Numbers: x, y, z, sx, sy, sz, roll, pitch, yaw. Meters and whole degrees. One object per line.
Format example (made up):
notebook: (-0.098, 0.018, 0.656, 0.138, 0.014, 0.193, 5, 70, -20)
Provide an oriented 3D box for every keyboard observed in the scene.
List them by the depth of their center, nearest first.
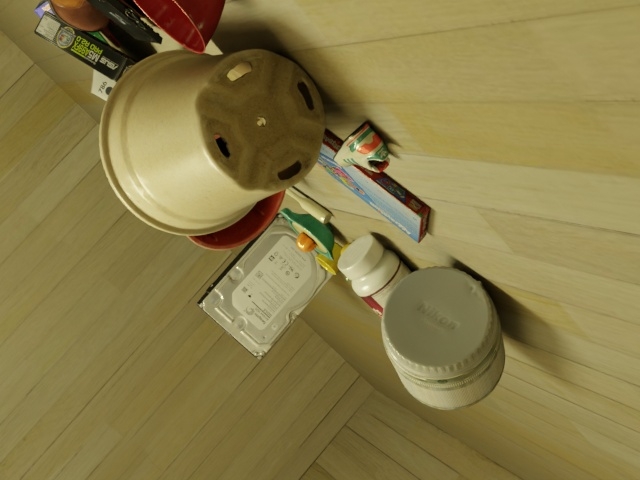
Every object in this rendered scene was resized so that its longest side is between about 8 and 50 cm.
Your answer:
keyboard: (-0.377, -0.434, 1.809, 0.108, 0.023, 0.180, 19, 171, 38)

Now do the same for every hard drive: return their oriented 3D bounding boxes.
hard drive: (-0.145, 0.125, 2.579, 0.237, 0.339, 0.064, 45, 169, -15)

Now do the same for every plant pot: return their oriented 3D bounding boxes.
plant pot: (-0.160, -0.179, 1.551, 0.334, 0.334, 0.305, 45, 158, -21)
plant pot: (-0.257, -0.154, 2.029, 0.265, 0.272, 0.272, 33, 167, 45)

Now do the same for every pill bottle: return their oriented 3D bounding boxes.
pill bottle: (0.145, 0.097, 2.013, 0.221, 0.121, 0.121, 45, 169, -21)

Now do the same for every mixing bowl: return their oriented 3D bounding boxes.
mixing bowl: (-0.207, -0.377, 1.390, 0.181, 0.098, 0.181, 39, 170, 8)

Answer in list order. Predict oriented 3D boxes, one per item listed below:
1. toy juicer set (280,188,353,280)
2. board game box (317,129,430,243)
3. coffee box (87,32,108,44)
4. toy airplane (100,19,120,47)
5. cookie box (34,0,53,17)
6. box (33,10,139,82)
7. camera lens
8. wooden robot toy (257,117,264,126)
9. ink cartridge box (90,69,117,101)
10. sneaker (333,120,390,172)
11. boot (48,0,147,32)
toy juicer set: (0.000, 0.000, 2.229, 0.209, 0.089, 0.329, 30, 164, 48)
board game box: (0.076, -0.109, 1.676, 0.281, 0.027, 0.145, 39, 168, 14)
coffee box: (-0.589, -0.513, 2.374, 0.113, 0.040, 0.184, 33, 167, 36)
toy airplane: (-0.508, -0.506, 2.144, 0.151, 0.028, 0.151, 38, 170, 8)
cookie box: (-0.607, -0.534, 2.227, 0.092, 0.040, 0.107, -19, 130, 31)
box: (-0.485, -0.412, 2.136, 0.270, 0.060, 0.216, 32, -175, 23)
camera lens: (0.237, 0.191, 1.794, 0.219, 0.219, 0.274, 36, 169, 26)
wooden robot toy: (-0.100, -0.215, 1.840, 0.173, 0.076, 0.079, 52, -160, -47)
ink cartridge box: (-0.430, -0.327, 2.276, 0.332, 0.065, 0.165, 32, -173, 16)
sneaker: (0.070, -0.133, 1.508, 0.075, 0.057, 0.161, 46, 167, 2)
boot: (-0.444, -0.497, 1.904, 0.280, 0.096, 0.264, 20, 158, 33)
